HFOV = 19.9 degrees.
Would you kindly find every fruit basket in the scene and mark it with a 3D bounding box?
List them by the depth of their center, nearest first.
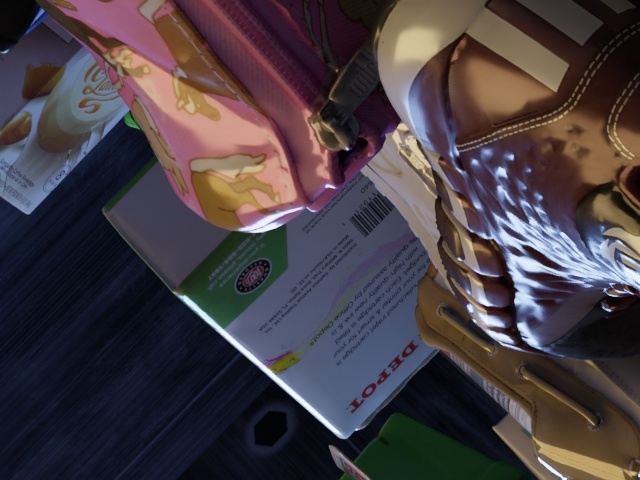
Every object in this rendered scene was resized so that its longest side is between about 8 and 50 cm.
[{"bbox_3d":[0.155,0.290,1.321,0.353,0.165,0.327,46,180,17],"label":"fruit basket"}]

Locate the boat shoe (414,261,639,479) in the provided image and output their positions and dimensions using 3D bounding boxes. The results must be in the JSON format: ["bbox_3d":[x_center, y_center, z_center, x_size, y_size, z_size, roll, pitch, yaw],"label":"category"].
[{"bbox_3d":[0.168,0.090,0.968,0.113,0.103,0.302,17,-156,-50],"label":"boat shoe"}]

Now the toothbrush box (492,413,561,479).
[{"bbox_3d":[0.271,0.203,1.226,0.216,0.126,0.295,45,177,36],"label":"toothbrush box"}]

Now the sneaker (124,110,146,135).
[{"bbox_3d":[-0.044,-0.028,1.582,0.146,0.134,0.343,-11,119,36],"label":"sneaker"}]

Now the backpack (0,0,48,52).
[{"bbox_3d":[-0.275,-0.239,1.188,0.263,0.276,0.213,24,-162,3],"label":"backpack"}]

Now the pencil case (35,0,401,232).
[{"bbox_3d":[-0.097,-0.167,0.677,0.167,0.160,0.386,-2,144,38],"label":"pencil case"}]

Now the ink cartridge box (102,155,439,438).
[{"bbox_3d":[0.000,0.000,1.381,0.117,0.201,0.278,43,178,39],"label":"ink cartridge box"}]

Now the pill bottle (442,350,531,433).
[{"bbox_3d":[0.160,0.075,1.096,0.180,0.108,0.108,43,177,25],"label":"pill bottle"}]

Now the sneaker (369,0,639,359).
[{"bbox_3d":[0.122,0.008,0.643,0.162,0.106,0.281,39,175,33],"label":"sneaker"}]

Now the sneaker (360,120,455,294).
[{"bbox_3d":[0.080,-0.034,0.936,0.235,0.090,0.095,41,166,28],"label":"sneaker"}]

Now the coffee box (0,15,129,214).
[{"bbox_3d":[-0.188,-0.153,1.358,0.098,0.246,0.141,43,178,17],"label":"coffee box"}]
